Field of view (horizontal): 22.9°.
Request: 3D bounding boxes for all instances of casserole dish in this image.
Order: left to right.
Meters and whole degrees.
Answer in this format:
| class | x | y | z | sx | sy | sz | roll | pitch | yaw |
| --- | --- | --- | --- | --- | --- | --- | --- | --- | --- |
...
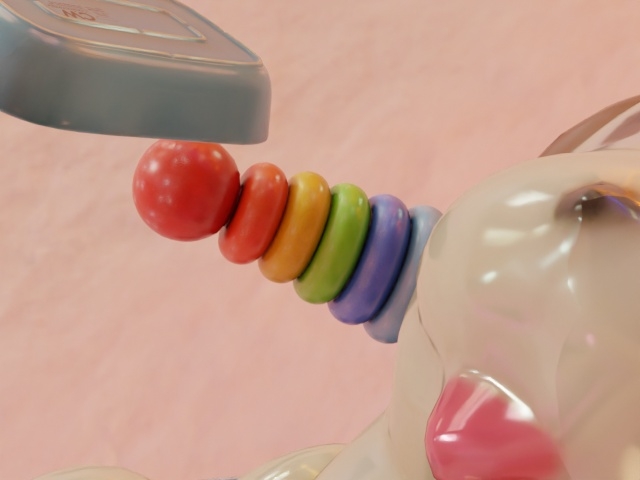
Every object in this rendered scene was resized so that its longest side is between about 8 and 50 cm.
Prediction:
| class | x | y | z | sx | sy | sz | roll | pitch | yaw |
| --- | --- | --- | --- | --- | --- | --- | --- | --- | --- |
| casserole dish | -0.097 | -0.085 | 0.699 | 0.188 | 0.037 | 0.114 | 0 | 30 | -49 |

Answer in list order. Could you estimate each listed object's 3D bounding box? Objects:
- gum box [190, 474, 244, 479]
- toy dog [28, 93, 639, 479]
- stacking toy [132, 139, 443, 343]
| class | x | y | z | sx | sy | sz | roll | pitch | yaw |
| --- | --- | --- | --- | --- | --- | --- | --- | --- | --- |
| gum box | -0.130 | 0.331 | 1.666 | 0.184 | 0.041 | 0.157 | -4 | 86 | -15 |
| toy dog | 0.094 | 0.153 | 0.438 | 0.395 | 0.408 | 0.284 | 9 | 15 | -28 |
| stacking toy | 0.000 | 0.000 | 1.320 | 0.330 | 0.141 | 0.141 | 21 | 53 | -11 |
